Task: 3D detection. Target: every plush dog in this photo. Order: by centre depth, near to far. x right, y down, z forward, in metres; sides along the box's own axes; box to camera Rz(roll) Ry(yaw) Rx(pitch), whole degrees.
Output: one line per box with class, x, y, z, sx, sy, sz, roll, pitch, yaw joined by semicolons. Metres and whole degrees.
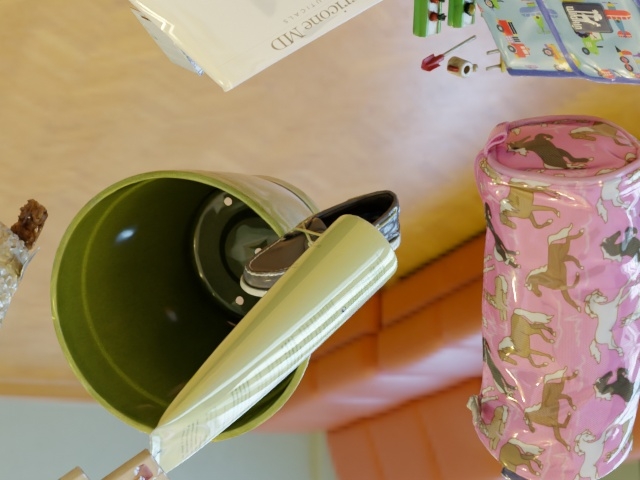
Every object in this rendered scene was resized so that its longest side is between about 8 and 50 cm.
plush dog;-0.460;0.009;1.652;0.225;0.210;0.262;26;180;-15

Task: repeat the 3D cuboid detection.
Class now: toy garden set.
toy garden set;0.242;-0.325;2.089;0.244;0.203;0.049;-19;-146;-34

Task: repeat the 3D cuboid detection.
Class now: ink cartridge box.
ink cartridge box;-0.192;-0.266;1.844;0.063;0.029;0.115;29;164;40

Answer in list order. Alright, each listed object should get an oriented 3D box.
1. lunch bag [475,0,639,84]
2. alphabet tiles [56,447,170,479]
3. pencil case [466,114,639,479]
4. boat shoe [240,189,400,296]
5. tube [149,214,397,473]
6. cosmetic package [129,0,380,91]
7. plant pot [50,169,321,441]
lunch bag;0.331;-0.311;1.800;0.293;0.138;0.221;26;152;55
alphabet tiles;-0.198;0.226;0.937;0.237;0.009;0.198;-34;155;-10
pencil case;0.237;0.061;1.427;0.167;0.386;0.160;-15;-148;-21
boat shoe;0.000;0.000;1.728;0.228;0.081;0.068;-23;133;-29
tube;-0.041;0.076;1.033;0.062;0.240;0.070;10;138;50
cosmetic package;-0.117;-0.316;1.149;0.197;0.155;0.365;-28;130;26
plant pot;-0.136;0.050;2.009;0.367;0.366;0.353;-5;-168;17
